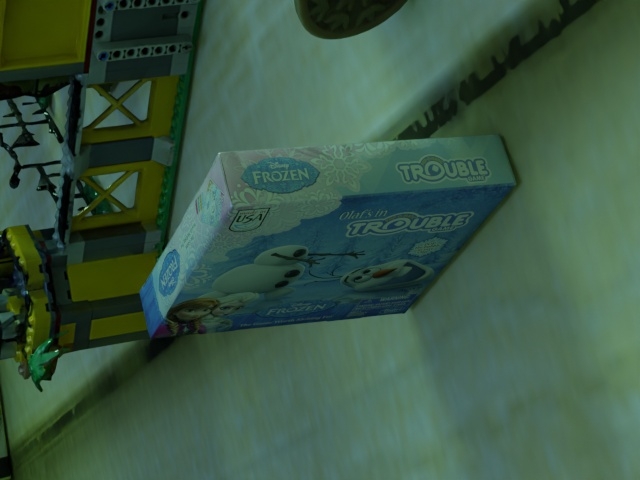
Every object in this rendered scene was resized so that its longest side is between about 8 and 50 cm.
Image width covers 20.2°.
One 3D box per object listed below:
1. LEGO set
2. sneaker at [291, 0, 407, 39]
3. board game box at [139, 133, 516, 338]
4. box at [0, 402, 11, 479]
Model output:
[{"bbox_3d":[-0.195,-0.096,0.794,0.331,0.192,0.255,63,149,34],"label":"LEGO set"},{"bbox_3d":[-0.001,-0.159,0.520,0.086,0.064,0.192,51,145,38],"label":"sneaker"},{"bbox_3d":[0.000,0.000,0.543,0.090,0.090,0.020,124,135,-55],"label":"board game box"},{"bbox_3d":[-0.245,0.034,1.069,0.058,0.087,0.232,1,98,62],"label":"box"}]
